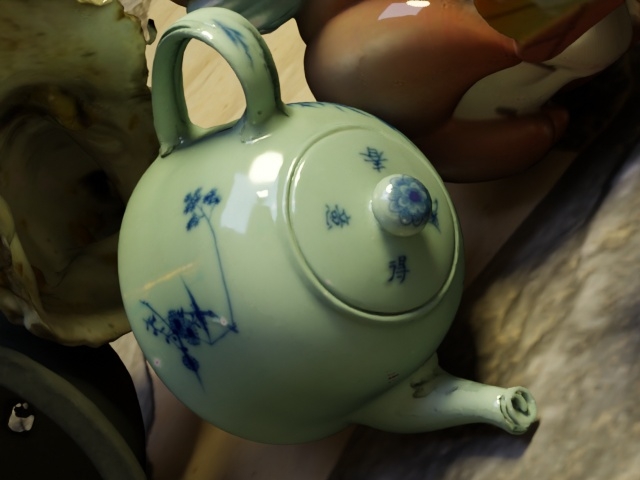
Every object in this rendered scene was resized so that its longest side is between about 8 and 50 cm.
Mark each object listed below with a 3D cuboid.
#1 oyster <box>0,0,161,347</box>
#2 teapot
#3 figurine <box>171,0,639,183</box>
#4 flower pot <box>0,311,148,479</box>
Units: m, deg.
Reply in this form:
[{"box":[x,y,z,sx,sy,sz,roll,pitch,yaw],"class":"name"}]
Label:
[{"box":[-0.128,-0.033,0.766,0.110,0.341,0.166,10,82,17],"class":"oyster"},{"box":[0.000,0.000,0.701,0.159,0.232,0.159,-36,4,3],"class":"teapot"},{"box":[0.110,-0.162,0.712,0.388,0.277,0.248,-21,82,44],"class":"figurine"},{"box":[-0.176,0.120,0.792,0.235,0.235,0.148,-35,12,19],"class":"flower pot"}]
